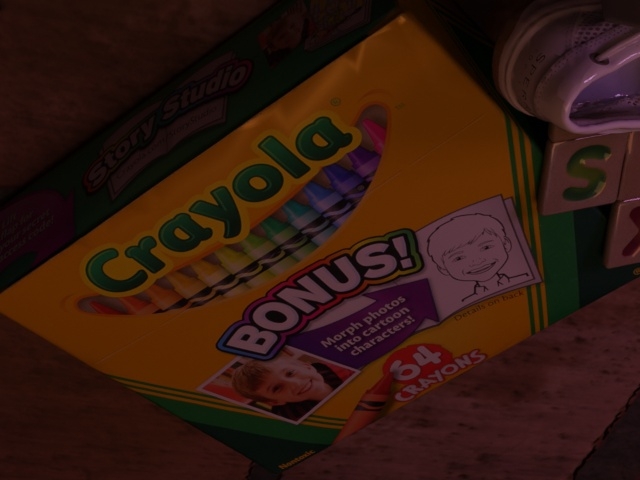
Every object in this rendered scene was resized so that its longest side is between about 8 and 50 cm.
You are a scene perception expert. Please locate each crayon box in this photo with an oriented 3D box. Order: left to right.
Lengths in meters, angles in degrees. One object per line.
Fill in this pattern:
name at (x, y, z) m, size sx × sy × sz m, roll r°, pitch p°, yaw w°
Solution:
crayon box at (0.000, 0.000, 0.937) m, size 0.363 × 0.106 × 0.313 m, roll -33°, pitch 133°, yaw 24°

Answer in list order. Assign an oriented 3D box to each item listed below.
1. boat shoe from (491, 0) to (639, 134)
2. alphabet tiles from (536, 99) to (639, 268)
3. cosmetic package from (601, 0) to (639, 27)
boat shoe at (0.244, -0.109, 0.758) m, size 0.277 × 0.096 × 0.098 m, roll -16°, pitch 128°, yaw -12°
alphabet tiles at (0.281, -0.134, 0.826) m, size 0.285 × 0.011 × 0.342 m, roll -10°, pitch 127°, yaw -16°
cosmetic package at (0.203, -0.213, 0.582) m, size 0.138 × 0.224 × 0.224 m, roll -8°, pitch 102°, yaw 1°
